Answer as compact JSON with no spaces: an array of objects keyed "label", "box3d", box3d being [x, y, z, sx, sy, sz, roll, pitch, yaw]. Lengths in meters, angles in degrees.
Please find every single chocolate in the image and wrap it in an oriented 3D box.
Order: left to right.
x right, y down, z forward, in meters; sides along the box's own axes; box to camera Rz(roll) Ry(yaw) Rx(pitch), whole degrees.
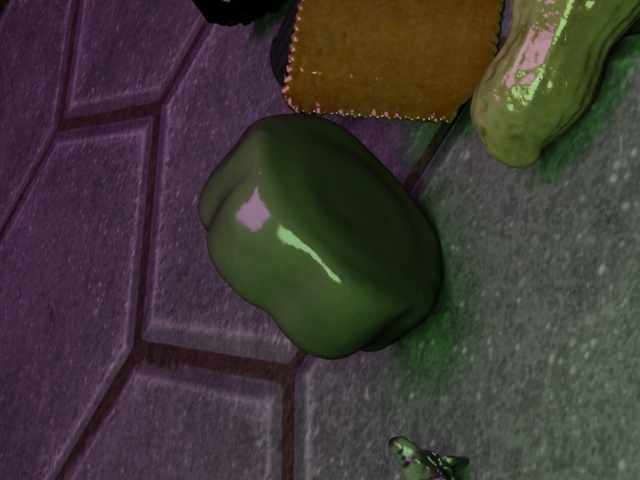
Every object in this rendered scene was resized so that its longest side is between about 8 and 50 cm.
[{"label":"chocolate","box3d":[-0.094,-0.377,2.134,0.133,0.156,0.156,6,74,44]}]

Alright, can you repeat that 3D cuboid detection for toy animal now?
[{"label":"toy animal","box3d":[0.056,0.299,1.412,0.176,0.073,0.217,-16,59,38]}]

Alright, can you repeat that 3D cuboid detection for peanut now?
[{"label":"peanut","box3d":[0.224,-0.192,1.430,0.256,0.123,0.123,-59,28,16]}]

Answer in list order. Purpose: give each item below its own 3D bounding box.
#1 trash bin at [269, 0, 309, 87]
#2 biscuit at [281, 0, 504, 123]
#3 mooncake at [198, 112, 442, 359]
[{"label":"trash bin","box3d":[0.021,-0.238,1.794,0.161,0.175,0.175,136,146,-55]},{"label":"biscuit","box3d":[0.083,-0.235,1.655,0.013,0.232,0.237,70,-153,-64]},{"label":"mooncake","box3d":[0.000,0.000,1.532,0.135,0.275,0.275,-47,33,28]}]
